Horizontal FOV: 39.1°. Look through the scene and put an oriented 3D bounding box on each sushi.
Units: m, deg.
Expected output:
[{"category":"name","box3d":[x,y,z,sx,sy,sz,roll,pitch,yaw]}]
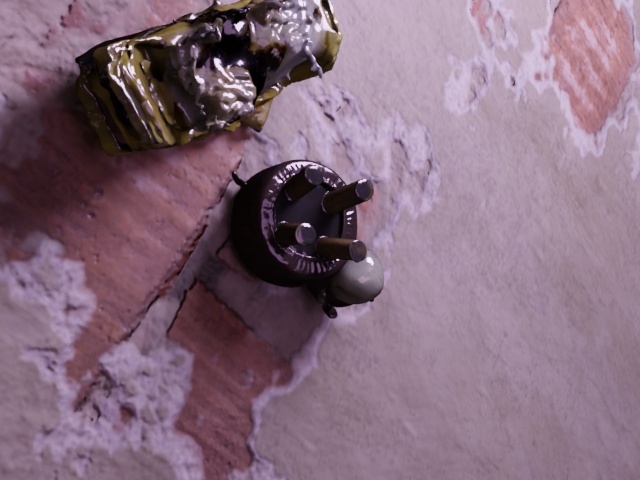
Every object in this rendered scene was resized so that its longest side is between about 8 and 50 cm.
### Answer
[{"category":"sushi","box3d":[-0.084,-0.155,0.841,0.291,0.131,0.139,-36,111,-45]}]

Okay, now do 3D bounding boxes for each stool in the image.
[{"category":"stool","box3d":[0.000,0.000,0.919,0.217,0.121,0.125,48,58,-24]}]
